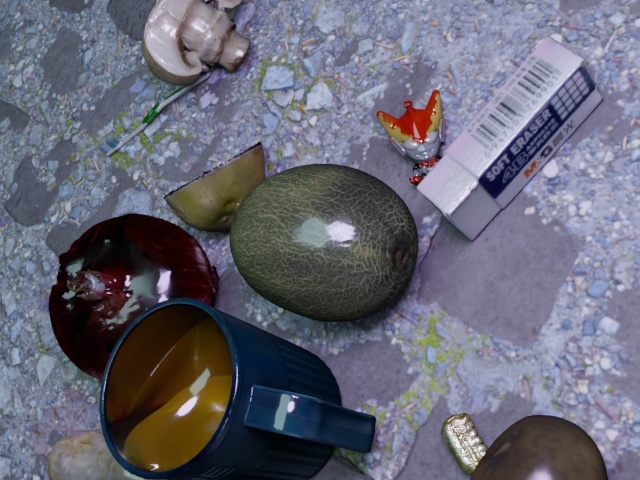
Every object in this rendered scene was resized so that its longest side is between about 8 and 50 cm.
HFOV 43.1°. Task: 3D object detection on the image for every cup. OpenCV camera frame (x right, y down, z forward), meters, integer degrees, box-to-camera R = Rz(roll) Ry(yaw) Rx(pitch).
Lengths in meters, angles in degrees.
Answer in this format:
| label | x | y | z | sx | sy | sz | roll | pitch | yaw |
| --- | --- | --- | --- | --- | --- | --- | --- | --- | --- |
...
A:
| label | x | y | z | sx | sy | sz | roll | pitch | yaw |
| --- | --- | --- | --- | --- | --- | --- | --- | --- | --- |
| cup | -0.106 | 0.225 | 1.178 | 0.308 | 0.292 | 0.242 | -27 | 58 | 21 |

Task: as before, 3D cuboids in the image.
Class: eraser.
| label | x | y | z | sx | sy | sz | roll | pitch | yaw |
| --- | --- | --- | --- | --- | --- | --- | --- | --- | --- |
| eraser | 0.274 | -0.144 | 1.182 | 0.287 | 0.130 | 0.086 | -48 | 56 | 6 |

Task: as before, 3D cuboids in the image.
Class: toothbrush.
| label | x | y | z | sx | sy | sz | roll | pitch | yaw |
| --- | --- | --- | --- | --- | --- | --- | --- | --- | --- |
| toothbrush | -0.347 | -0.269 | 1.712 | 0.304 | 0.030 | 0.030 | -32 | 56 | 16 |

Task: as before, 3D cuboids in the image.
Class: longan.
| label | x | y | z | sx | sy | sz | roll | pitch | yaw |
| --- | --- | --- | --- | --- | --- | --- | --- | --- | --- |
| longan | 0.265 | 0.304 | 0.979 | 0.167 | 0.167 | 0.187 | 11 | 79 | 36 |

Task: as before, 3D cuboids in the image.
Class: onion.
| label | x | y | z | sx | sy | sz | roll | pitch | yaw |
| --- | --- | --- | --- | --- | --- | --- | --- | --- | --- |
| onion | -0.334 | 0.095 | 1.418 | 0.314 | 0.232 | 0.314 | -3 | 73 | 10 |

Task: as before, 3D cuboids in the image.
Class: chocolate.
| label | x | y | z | sx | sy | sz | roll | pitch | yaw |
| --- | --- | --- | --- | --- | --- | --- | --- | --- | --- |
| chocolate | -0.343 | 0.384 | 1.372 | 0.309 | 0.134 | 0.134 | -3 | 70 | 33 |

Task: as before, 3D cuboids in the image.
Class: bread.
| label | x | y | z | sx | sy | sz | roll | pitch | yaw |
| --- | --- | --- | --- | --- | --- | --- | --- | --- | --- |
| bread | 0.201 | 0.280 | 1.114 | 0.049 | 0.033 | 0.088 | -33 | 59 | 1 |

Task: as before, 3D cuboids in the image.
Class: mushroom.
| label | x | y | z | sx | sy | sz | roll | pitch | yaw |
| --- | --- | --- | --- | --- | --- | --- | --- | --- | --- |
| mushroom | -0.246 | -0.422 | 1.627 | 0.253 | 0.195 | 0.189 | -60 | 19 | -1 |

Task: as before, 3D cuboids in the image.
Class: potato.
| label | x | y | z | sx | sy | sz | roll | pitch | yaw |
| --- | --- | --- | --- | --- | --- | --- | --- | --- | --- |
| potato | -0.169 | -0.081 | 1.455 | 0.202 | 0.182 | 0.117 | -29 | 94 | 1 |

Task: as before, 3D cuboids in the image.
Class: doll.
| label | x | y | z | sx | sy | sz | roll | pitch | yaw |
| --- | --- | --- | --- | --- | --- | --- | --- | --- | --- |
| doll | 0.164 | -0.154 | 1.306 | 0.109 | 0.057 | 0.169 | -20 | 74 | 9 |

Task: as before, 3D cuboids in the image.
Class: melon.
| label | x | y | z | sx | sy | sz | roll | pitch | yaw |
| --- | --- | --- | --- | --- | --- | --- | --- | --- | --- |
| melon | 0.000 | 0.000 | 1.233 | 0.302 | 0.237 | 0.237 | 10 | 77 | 39 |
